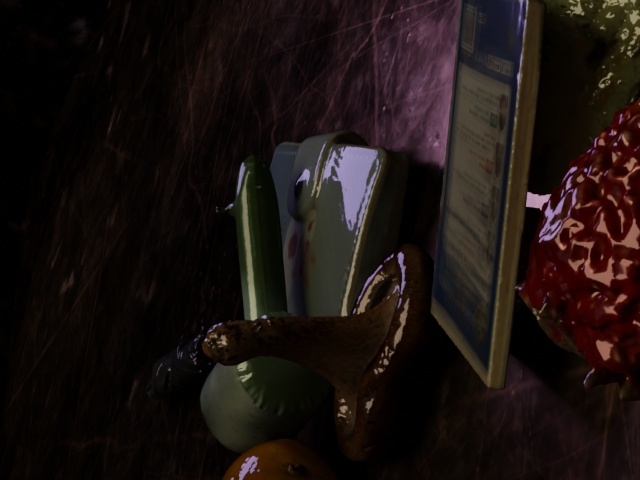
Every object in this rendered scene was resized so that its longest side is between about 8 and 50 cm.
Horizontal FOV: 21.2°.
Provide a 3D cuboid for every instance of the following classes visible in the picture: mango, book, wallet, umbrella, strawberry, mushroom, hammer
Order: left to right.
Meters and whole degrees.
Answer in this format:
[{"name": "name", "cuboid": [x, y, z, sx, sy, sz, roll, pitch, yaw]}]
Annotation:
[{"name": "umbrella", "cuboid": [-0.197, 0.184, 2.399, 0.236, 0.059, 0.066, -40, 22, 57]}, {"name": "hammer", "cuboid": [-0.068, 0.057, 1.872, 0.206, 0.119, 0.335, 126, 141, -59]}, {"name": "mango", "cuboid": [-0.053, 0.298, 1.794, 0.236, 0.136, 0.166, 121, 172, -54]}, {"name": "mushroom", "cuboid": [-0.001, 0.095, 1.656, 0.148, 0.218, 0.227, -136, 63, -69]}, {"name": "wallet", "cuboid": [0.000, 0.000, 1.948, 0.360, 0.083, 0.252, -175, 94, -70]}, {"name": "book", "cuboid": [0.139, -0.059, 1.467, 0.228, 0.018, 0.322, -120, 33, -73]}, {"name": "strawberry", "cuboid": [0.235, -0.042, 1.227, 0.233, 0.138, 0.306, -122, 49, -67]}]

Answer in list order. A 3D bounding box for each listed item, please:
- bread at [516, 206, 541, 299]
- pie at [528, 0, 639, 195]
[{"name": "bread", "cuboid": [0.173, 0.010, 1.478, 0.085, 0.053, 0.085, -177, 90, -79]}, {"name": "pie", "cuboid": [0.212, -0.158, 1.445, 0.201, 0.090, 0.248, -120, 50, -66]}]
